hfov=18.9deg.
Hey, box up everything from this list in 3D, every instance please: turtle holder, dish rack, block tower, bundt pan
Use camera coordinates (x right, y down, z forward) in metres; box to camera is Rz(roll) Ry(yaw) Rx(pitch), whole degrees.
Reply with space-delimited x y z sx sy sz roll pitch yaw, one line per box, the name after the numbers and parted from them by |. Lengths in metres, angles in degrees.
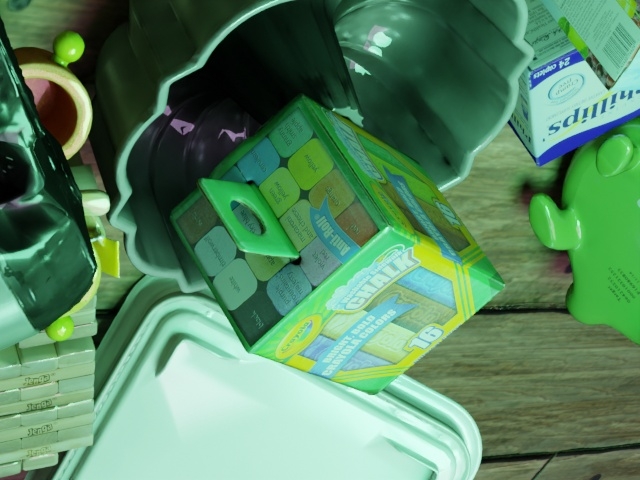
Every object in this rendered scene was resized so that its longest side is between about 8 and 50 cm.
0.348 -0.006 1.729 0.227 0.243 0.320 -33 144 -32 | turtle holder
-0.056 0.206 1.589 0.333 0.072 0.285 29 99 -11 | dish rack
-0.220 0.044 1.435 0.091 0.097 0.335 -11 145 -17 | block tower
-0.021 -0.115 1.364 0.331 0.124 0.331 -23 147 -16 | bundt pan

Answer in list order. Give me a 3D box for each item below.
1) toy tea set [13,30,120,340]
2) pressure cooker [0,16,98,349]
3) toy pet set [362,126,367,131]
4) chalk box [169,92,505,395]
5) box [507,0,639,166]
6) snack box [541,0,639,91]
-0.223 -0.068 1.172 0.200 0.124 0.336 -6 117 -11 | toy tea set
-0.356 -0.061 0.909 0.420 0.370 0.375 -24 146 -6 | pressure cooker
0.021 -0.060 1.561 0.114 0.065 0.122 -66 152 -11 | toy pet set
0.000 0.000 1.299 0.132 0.132 0.213 -41 149 15 | chalk box
0.210 -0.147 1.569 0.126 0.072 0.137 -27 149 -7 | box
0.229 -0.203 1.378 0.174 0.207 0.070 -7 140 -36 | snack box
